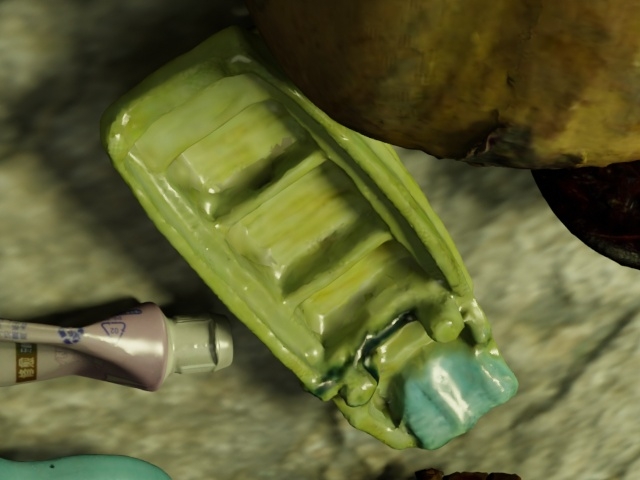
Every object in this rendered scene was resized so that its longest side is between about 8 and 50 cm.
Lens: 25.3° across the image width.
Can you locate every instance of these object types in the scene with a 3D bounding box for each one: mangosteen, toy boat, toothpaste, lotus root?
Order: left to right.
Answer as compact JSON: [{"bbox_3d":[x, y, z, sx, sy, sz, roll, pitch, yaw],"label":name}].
[{"bbox_3d":[-0.193,0.058,0.711,0.301,0.048,0.075,-2,132,-15],"label":"toothpaste"},{"bbox_3d":[-0.001,-0.003,0.710,0.111,0.084,0.276,-33,128,11],"label":"toy boat"},{"bbox_3d":[0.095,-0.135,0.544,0.272,0.272,0.192,-9,140,-13],"label":"lotus root"},{"bbox_3d":[0.178,-0.059,0.701,0.152,0.152,0.152,-10,130,-12],"label":"mangosteen"}]

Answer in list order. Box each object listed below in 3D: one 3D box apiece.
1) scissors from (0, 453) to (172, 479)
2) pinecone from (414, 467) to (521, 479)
[{"bbox_3d":[-0.226,0.097,0.678,0.193,0.029,0.447,-25,144,8],"label":"scissors"},{"bbox_3d":[0.085,0.236,0.855,0.221,0.221,0.221,-10,130,-12],"label":"pinecone"}]
